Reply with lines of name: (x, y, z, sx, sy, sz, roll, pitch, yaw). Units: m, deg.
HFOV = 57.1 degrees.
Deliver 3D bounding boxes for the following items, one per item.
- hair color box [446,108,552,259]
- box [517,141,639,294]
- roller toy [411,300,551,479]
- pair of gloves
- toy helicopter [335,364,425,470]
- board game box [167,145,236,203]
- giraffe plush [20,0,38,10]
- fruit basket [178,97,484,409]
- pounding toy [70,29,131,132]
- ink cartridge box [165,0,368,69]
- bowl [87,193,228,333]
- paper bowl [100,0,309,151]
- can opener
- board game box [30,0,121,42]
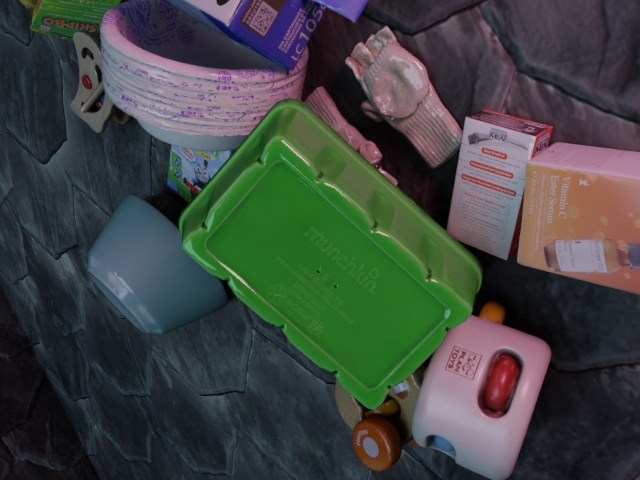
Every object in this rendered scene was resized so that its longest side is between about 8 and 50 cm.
hair color box: (0.221, -0.070, 0.742, 0.093, 0.053, 0.167, 26, 129, 34)
box: (0.319, -0.026, 0.644, 0.171, 0.091, 0.130, 16, 121, 38)
roller toy: (0.208, 0.199, 0.782, 0.146, 0.191, 0.209, 19, 110, 22)
pair of gloves: (0.072, -0.164, 0.843, 0.240, 0.042, 0.204, -33, 87, 47)
toy helicopter: (0.112, 0.172, 0.951, 0.235, 0.140, 0.354, 39, 123, 34)
board game box: (-0.226, -0.153, 1.135, 0.160, 0.039, 0.211, 38, 132, 23)
giraffe plush: (-0.581, -0.573, 1.171, 0.182, 0.210, 0.170, 8, 92, 14)
fruit basket: (0.002, 0.022, 0.811, 0.392, 0.392, 0.283, 45, 100, 16)
pounding toy: (-0.455, -0.328, 1.174, 0.154, 0.155, 0.269, 54, 137, 1)
ink cartridge box: (-0.099, -0.400, 0.726, 0.396, 0.151, 0.269, 36, 102, 27)
bowl: (-0.357, 0.073, 1.212, 0.312, 0.163, 0.311, 38, 155, 21)
paper bowl: (-0.166, -0.235, 0.853, 0.284, 0.284, 0.148, 34, 132, 26)
can opener: (-0.275, -0.006, 1.255, 0.283, 0.076, 0.095, 36, 164, 24)
board game box: (-0.462, -0.466, 1.133, 0.259, 0.124, 0.039, -27, 63, 46)
